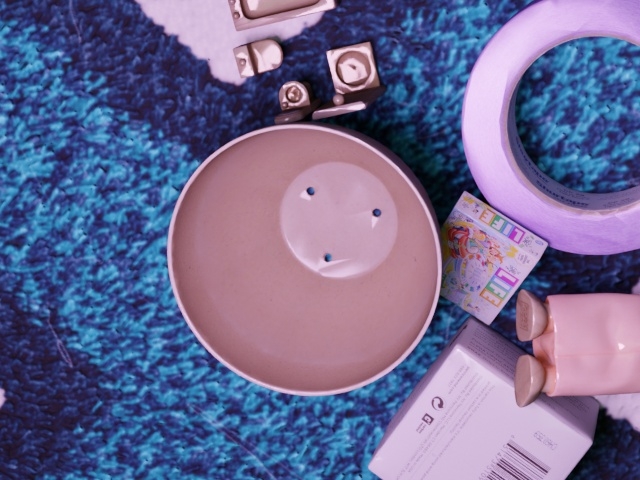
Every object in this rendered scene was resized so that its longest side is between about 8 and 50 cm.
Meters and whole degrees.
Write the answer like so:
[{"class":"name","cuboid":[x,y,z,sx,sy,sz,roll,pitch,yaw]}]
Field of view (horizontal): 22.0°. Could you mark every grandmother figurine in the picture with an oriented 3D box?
[{"class":"grandmother figurine","cuboid":[0.376,0.101,1.700,0.342,0.104,0.208,2,100,-7]}]

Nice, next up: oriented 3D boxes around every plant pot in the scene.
[{"class":"plant pot","cuboid":[0.000,0.000,1.747,0.284,0.191,0.284,3,105,11]}]

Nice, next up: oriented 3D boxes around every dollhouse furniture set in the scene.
[{"class":"dollhouse furniture set","cuboid":[-0.027,-0.206,1.735,0.144,0.123,0.151,-11,101,15]}]

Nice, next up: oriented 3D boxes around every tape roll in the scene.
[{"class":"tape roll","cuboid":[0.287,-0.127,1.703,0.275,0.090,0.275,3,106,12]}]

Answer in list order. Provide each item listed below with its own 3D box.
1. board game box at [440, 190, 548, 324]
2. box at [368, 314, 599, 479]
[{"class":"board game box","cuboid":[0.167,0.021,1.754,0.103,0.026,0.154,32,147,3]},{"class":"box","cuboid":[0.180,0.213,1.799,0.182,0.119,0.181,35,109,3]}]
